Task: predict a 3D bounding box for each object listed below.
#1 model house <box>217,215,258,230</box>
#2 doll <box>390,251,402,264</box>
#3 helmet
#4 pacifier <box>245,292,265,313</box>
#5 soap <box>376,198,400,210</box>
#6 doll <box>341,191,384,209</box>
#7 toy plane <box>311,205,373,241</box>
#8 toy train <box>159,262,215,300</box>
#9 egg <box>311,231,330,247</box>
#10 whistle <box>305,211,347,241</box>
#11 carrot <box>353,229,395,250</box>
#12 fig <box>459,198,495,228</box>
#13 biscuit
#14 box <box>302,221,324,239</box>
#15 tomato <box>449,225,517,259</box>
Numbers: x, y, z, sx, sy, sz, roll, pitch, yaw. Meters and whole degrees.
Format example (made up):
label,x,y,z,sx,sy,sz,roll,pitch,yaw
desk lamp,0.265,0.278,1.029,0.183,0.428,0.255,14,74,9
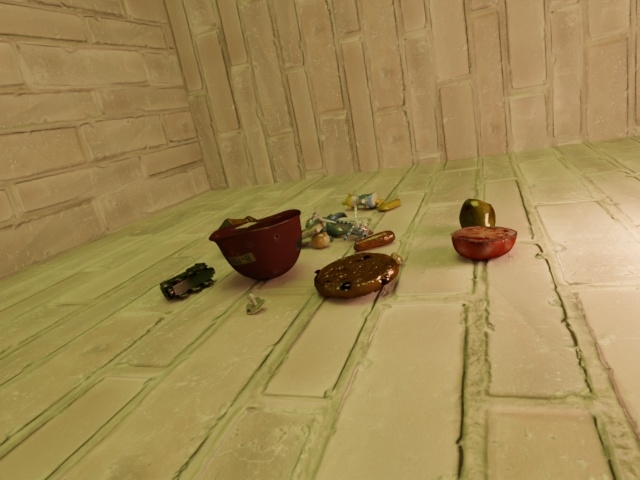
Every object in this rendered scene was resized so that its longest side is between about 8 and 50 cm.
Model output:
label,x,y,z,sx,sy,sz,roll,pitch,yaw
model house,-0.337,-0.009,2.138,0.239,0.173,0.268,-8,42,-38
doll,0.251,0.081,1.640,0.093,0.051,0.061,-35,4,29
helmet,-0.225,0.035,1.736,0.385,0.230,0.337,-11,13,32
pacifier,-0.222,0.202,1.469,0.068,0.064,0.083,-39,27,-24
soap,0.379,-0.191,2.456,0.168,0.033,0.089,-22,22,-35
doll,0.236,-0.223,2.546,0.241,0.099,0.135,-4,40,27
toy plane,0.099,-0.058,2.014,0.273,0.182,0.107,-3,-26,10
toy train,-0.525,0.160,1.771,0.137,0.090,0.225,-6,16,41
egg,0.000,0.000,1.994,0.083,0.071,0.071,-19,15,7
whistle,0.038,-0.063,2.142,0.269,0.093,0.180,1,44,34
carrot,0.222,0.004,1.864,0.186,0.060,0.060,-17,17,-12
fig,0.626,-0.082,1.792,0.144,0.154,0.166,4,48,-1
biscuit,0.119,0.120,1.503,0.296,0.075,0.296,-15,18,5
box,-0.093,-0.021,2.076,0.220,0.032,0.122,-26,10,20
tomato,0.569,0.009,1.572,0.225,0.085,0.225,-9,13,2
